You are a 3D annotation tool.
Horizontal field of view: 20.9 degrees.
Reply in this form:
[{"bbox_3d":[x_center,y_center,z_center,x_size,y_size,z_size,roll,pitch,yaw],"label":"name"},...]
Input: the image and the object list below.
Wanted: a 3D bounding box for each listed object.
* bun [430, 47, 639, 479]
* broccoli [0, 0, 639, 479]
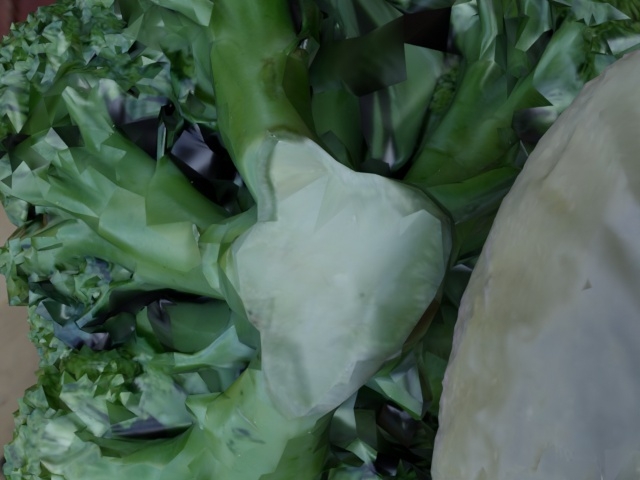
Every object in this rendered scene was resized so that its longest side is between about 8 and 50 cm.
[{"bbox_3d":[0.164,0.043,0.533,0.273,0.168,0.273,-2,82,13],"label":"bun"},{"bbox_3d":[-0.006,-0.007,0.866,0.413,0.310,0.321,-43,62,-2],"label":"broccoli"}]
